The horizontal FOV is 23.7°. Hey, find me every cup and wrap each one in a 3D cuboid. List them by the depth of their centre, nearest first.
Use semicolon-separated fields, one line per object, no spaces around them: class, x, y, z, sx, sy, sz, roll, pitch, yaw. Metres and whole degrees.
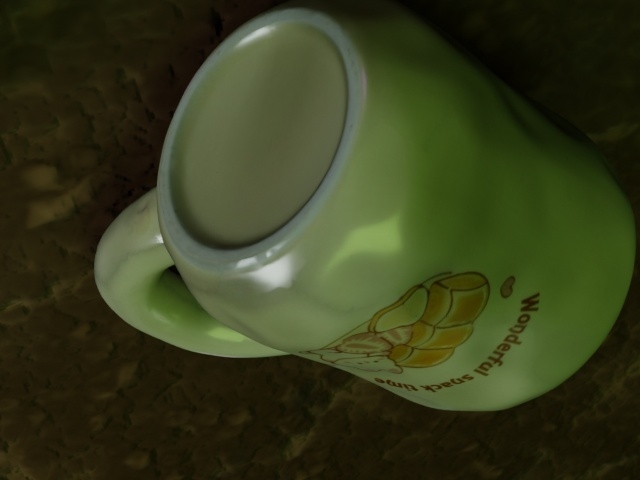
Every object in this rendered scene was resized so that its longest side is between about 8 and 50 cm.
cup;0.007;-0.019;0.788;0.202;0.255;0.173;26;76;-43
